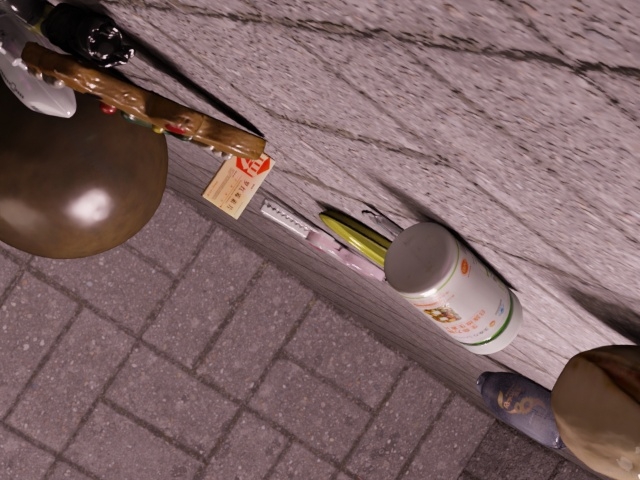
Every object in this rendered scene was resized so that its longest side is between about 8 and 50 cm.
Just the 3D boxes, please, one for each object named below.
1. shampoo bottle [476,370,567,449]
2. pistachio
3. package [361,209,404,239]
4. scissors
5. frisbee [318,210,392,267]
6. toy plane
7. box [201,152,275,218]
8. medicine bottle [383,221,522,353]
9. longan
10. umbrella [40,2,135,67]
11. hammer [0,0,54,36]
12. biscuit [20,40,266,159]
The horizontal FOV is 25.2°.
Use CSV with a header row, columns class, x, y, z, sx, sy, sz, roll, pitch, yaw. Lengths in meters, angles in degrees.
class,x,y,z,sx,sy,sz,roll,pitch,yaw
shampoo bottle,0.364,0.293,2.537,0.049,0.087,0.233,28,-179,-37
pistachio,0.305,0.166,1.368,0.144,0.144,0.215,36,169,-23
package,0.097,-0.004,1.732,0.110,0.015,0.037,37,175,-19
scissors,0.000,0.000,2.364,0.242,0.030,0.118,33,175,-24
frisbee,0.097,0.023,2.018,0.236,0.017,0.236,34,176,3
toy plane,-0.407,-0.262,1.889,0.255,0.101,0.251,42,-176,11
box,-0.107,-0.082,1.872,0.058,0.093,0.015,34,178,-20
medicine bottle,0.146,0.054,1.556,0.086,0.086,0.183,30,174,40
longan,-0.374,-0.120,2.084,0.319,0.319,0.319,33,175,3
umbrella,-0.279,-0.241,1.648,0.066,0.059,0.235,56,168,-27
hammer,-0.422,-0.333,1.767,0.226,0.041,0.158,37,175,-39
biscuit,-0.203,-0.155,1.680,0.301,0.049,0.197,21,-173,-23
